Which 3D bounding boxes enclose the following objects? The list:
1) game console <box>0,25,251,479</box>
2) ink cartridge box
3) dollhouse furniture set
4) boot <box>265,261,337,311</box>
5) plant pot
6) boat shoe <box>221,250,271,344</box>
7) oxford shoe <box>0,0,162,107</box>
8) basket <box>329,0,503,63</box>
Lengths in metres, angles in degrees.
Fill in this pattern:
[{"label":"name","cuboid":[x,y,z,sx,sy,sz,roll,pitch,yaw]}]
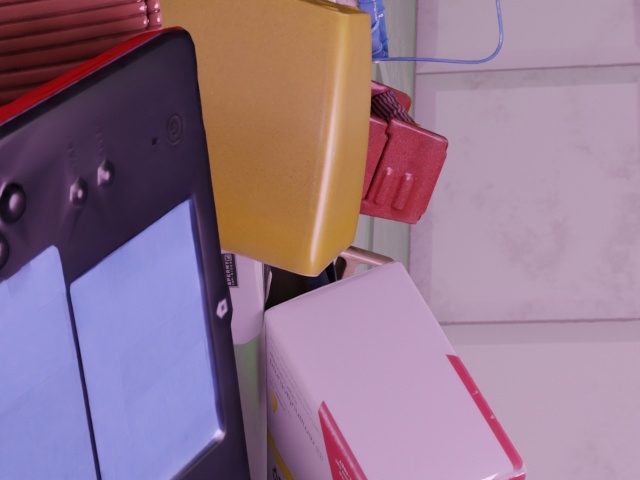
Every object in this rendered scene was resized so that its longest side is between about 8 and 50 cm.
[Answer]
[{"label":"game console","cuboid":[-0.150,0.104,1.061,0.342,0.060,0.386,-35,128,-48]},{"label":"ink cartridge box","cuboid":[0.066,0.256,1.915,0.279,0.160,0.385,58,-19,33]},{"label":"dollhouse furniture set","cuboid":[0.000,0.000,2.123,0.201,0.152,0.374,-122,-130,-68]},{"label":"boot","cuboid":[-0.041,-0.024,1.974,0.082,0.106,0.219,-75,161,-60]},{"label":"plant pot","cuboid":[-0.063,-0.105,1.389,0.212,0.212,0.187,-40,147,-78]},{"label":"boat shoe","cuboid":[-0.085,-0.006,1.829,0.070,0.077,0.219,-72,166,-62]},{"label":"oxford shoe","cuboid":[-0.177,-0.082,1.201,0.146,0.140,0.397,-125,-148,-68]},{"label":"basket","cuboid":[0.065,-0.330,2.113,0.201,0.289,0.255,-21,110,-80]}]
